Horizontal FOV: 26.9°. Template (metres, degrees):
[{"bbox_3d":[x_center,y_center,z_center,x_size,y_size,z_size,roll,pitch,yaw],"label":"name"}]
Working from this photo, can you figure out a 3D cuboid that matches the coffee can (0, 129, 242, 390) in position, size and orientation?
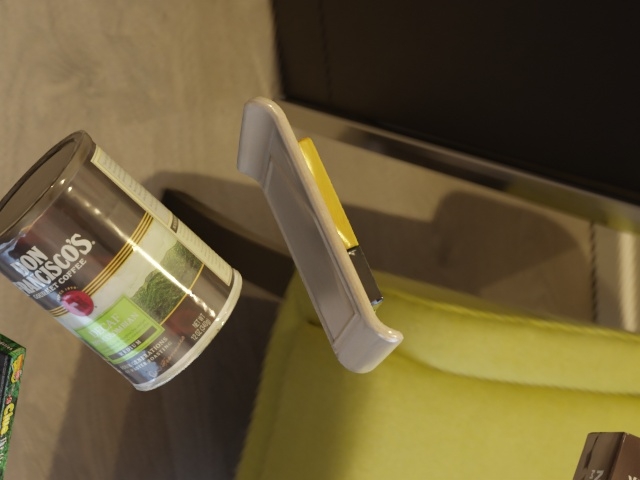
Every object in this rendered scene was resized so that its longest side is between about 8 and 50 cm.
[{"bbox_3d":[-0.264,0.026,1.679,0.275,0.201,0.201,43,77,-20],"label":"coffee can"}]

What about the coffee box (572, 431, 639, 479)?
[{"bbox_3d":[0.412,0.335,1.441,0.297,0.119,0.168,22,79,-5],"label":"coffee box"}]

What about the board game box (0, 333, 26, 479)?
[{"bbox_3d":[-0.390,0.195,1.427,0.030,0.136,0.260,-36,147,-57],"label":"board game box"}]

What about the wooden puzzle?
[{"bbox_3d":[0.000,0.000,1.197,0.044,0.221,0.239,-27,81,-10],"label":"wooden puzzle"}]
